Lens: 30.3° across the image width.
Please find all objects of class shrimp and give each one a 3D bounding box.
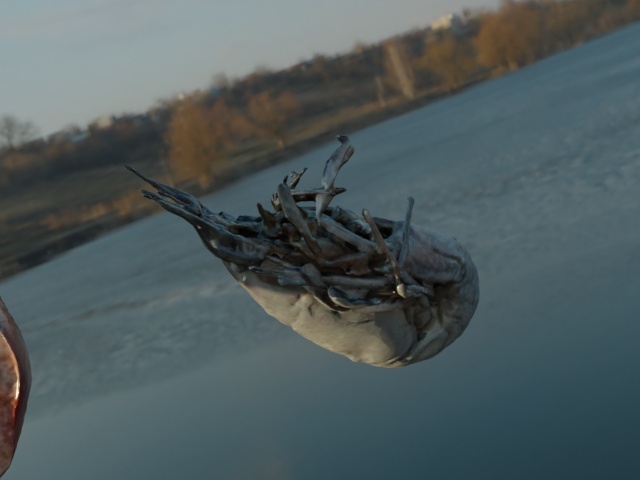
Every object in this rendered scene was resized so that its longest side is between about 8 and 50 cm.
[{"bbox_3d":[-0.002,0.007,0.921,0.343,0.116,0.145,25,-57,-35],"label":"shrimp"}]

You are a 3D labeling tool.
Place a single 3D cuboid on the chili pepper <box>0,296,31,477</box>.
[{"bbox_3d":[-0.412,0.116,1.150,0.251,0.229,0.305,15,-1,-20],"label":"chili pepper"}]
